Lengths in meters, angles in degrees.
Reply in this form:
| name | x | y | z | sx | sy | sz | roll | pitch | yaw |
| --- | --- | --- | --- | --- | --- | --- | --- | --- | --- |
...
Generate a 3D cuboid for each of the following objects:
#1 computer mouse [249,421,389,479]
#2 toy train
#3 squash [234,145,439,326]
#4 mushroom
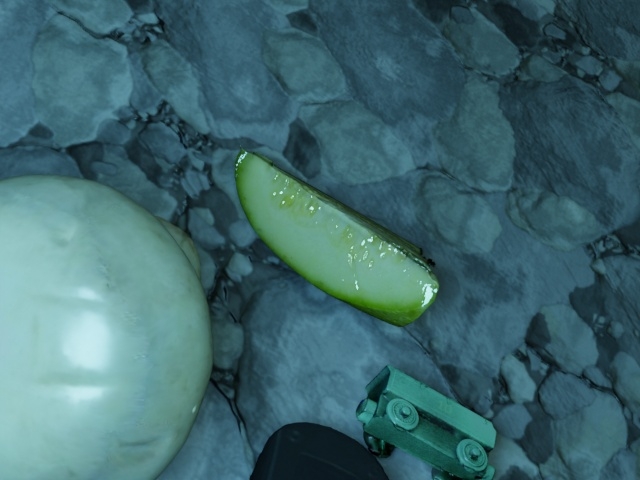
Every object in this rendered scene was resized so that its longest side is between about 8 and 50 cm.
| name | x | y | z | sx | sy | sz | roll | pitch | yaw |
| --- | --- | --- | --- | --- | --- | --- | --- | --- | --- |
| computer mouse | -0.022 | 0.308 | 1.308 | 0.138 | 0.086 | 0.269 | 26 | 45 | -7 |
| toy train | 0.120 | 0.209 | 1.458 | 0.172 | 0.070 | 0.099 | 30 | 42 | -11 |
| squash | 0.000 | 0.000 | 1.488 | 0.252 | 0.093 | 0.169 | 30 | 8 | -11 |
| mushroom | -0.237 | 0.068 | 1.203 | 0.315 | 0.315 | 0.356 | 29 | 60 | -11 |
